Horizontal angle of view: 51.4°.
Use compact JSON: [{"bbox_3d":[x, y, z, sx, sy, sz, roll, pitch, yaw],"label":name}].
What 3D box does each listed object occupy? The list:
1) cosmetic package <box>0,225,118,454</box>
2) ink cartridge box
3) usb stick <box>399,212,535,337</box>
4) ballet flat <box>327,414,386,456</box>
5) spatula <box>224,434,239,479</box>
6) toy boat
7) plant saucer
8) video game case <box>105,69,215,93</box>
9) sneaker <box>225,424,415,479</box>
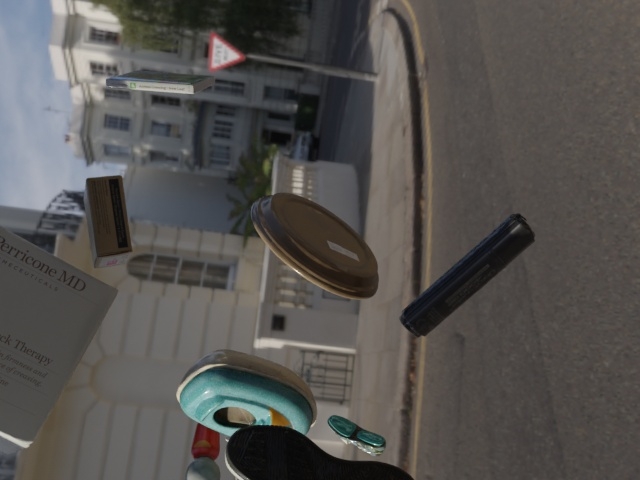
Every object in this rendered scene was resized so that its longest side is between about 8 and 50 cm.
[{"bbox_3d":[-0.744,0.240,1.551,0.327,0.330,0.393,-33,30,53],"label":"cosmetic package"},{"bbox_3d":[-0.534,-0.042,1.662,0.235,0.088,0.193,157,103,-67],"label":"ink cartridge box"},{"bbox_3d":[0.256,0.063,1.159,0.278,0.077,0.045,-43,43,7],"label":"usb stick"},{"bbox_3d":[0.100,0.568,1.914,0.070,0.189,0.070,-36,-44,-44],"label":"ballet flat"},{"bbox_3d":[-0.228,0.686,2.092,0.019,0.168,0.242,-40,36,19],"label":"spatula"},{"bbox_3d":[-0.157,0.343,1.227,0.318,0.268,0.148,-50,27,35],"label":"toy boat"},{"bbox_3d":[0.000,0.000,1.216,0.041,0.278,0.277,-53,16,21],"label":"plant saucer"},{"bbox_3d":[-0.359,-0.365,1.522,0.212,0.194,0.023,-79,-7,-70],"label":"video game case"},{"bbox_3d":[-0.017,0.382,1.016,0.178,0.296,0.123,117,171,-45],"label":"sneaker"}]
